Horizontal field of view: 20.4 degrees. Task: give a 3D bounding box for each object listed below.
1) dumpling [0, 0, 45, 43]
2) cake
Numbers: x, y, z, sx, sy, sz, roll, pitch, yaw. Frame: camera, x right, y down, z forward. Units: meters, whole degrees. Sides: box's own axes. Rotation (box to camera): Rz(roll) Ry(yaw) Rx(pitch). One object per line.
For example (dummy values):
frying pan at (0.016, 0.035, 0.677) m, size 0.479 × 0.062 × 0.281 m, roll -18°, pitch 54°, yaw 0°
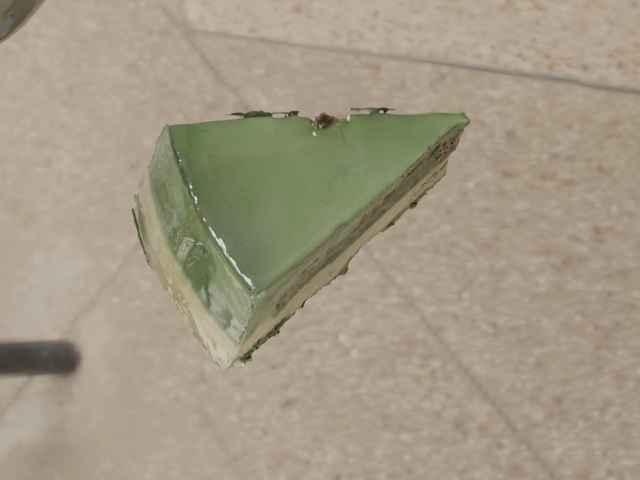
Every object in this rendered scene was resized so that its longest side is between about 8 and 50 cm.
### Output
dumpling at (-0.253, -0.214, 1.269) m, size 0.204 × 0.163 × 0.293 m, roll 31°, pitch 121°, yaw 54°
cake at (0.005, -0.002, 1.498) m, size 0.158 × 0.284 × 0.172 m, roll 123°, pitch 137°, yaw -59°
